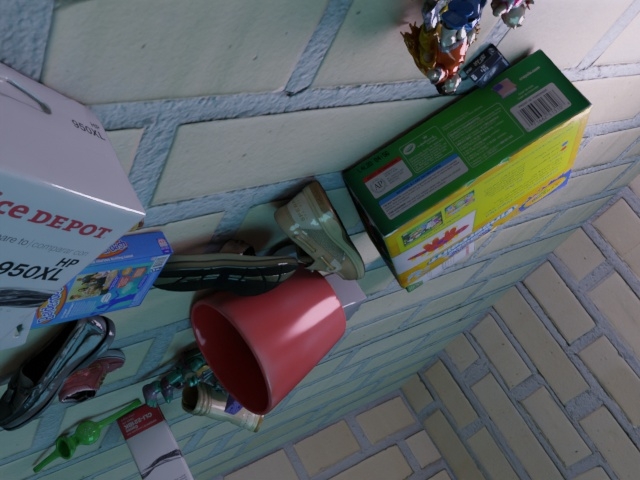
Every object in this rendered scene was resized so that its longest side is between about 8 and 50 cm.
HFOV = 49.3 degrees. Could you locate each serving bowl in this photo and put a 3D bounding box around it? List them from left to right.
[{"bbox_3d":[-0.070,0.029,1.430,0.083,0.027,0.083,-24,167,-6],"label":"serving bowl"}]

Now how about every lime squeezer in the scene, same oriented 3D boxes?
[{"bbox_3d":[-0.582,0.473,1.674,0.310,0.059,0.110,-34,-171,-1],"label":"lime squeezer"}]

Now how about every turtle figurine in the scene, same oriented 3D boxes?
[{"bbox_3d":[-0.290,0.311,1.621,0.234,0.118,0.175,-28,151,16],"label":"turtle figurine"}]

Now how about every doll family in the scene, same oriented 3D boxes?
[{"bbox_3d":[0.200,-0.320,0.986,0.263,0.118,0.163,-45,157,-21],"label":"doll family"}]

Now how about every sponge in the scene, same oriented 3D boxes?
[{"bbox_3d":[-0.177,0.304,1.684,0.031,0.210,0.117,24,134,-16],"label":"sponge"}]

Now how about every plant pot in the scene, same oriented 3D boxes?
[{"bbox_3d":[-0.098,0.184,1.457,0.243,0.275,0.275,-32,161,-31],"label":"plant pot"}]

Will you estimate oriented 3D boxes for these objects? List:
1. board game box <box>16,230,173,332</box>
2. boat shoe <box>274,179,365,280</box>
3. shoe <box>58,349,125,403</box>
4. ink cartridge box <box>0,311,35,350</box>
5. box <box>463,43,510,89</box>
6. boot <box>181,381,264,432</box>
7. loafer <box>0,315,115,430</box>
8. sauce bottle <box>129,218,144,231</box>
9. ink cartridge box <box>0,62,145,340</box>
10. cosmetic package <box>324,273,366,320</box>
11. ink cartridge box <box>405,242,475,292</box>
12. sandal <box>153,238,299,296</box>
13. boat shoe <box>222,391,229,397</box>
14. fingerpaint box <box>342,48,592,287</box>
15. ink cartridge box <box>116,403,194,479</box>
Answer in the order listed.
[{"bbox_3d":[-0.355,0.062,1.085,0.210,0.047,0.160,-11,150,-45],"label":"board game box"},{"bbox_3d":[0.000,0.000,1.368,0.110,0.122,0.341,-29,149,3],"label":"boat shoe"},{"bbox_3d":[-0.444,0.267,1.356,0.063,0.081,0.178,-43,157,25],"label":"shoe"},{"bbox_3d":[-0.509,0.121,0.981,0.180,0.060,0.104,-12,150,-42],"label":"ink cartridge box"},{"bbox_3d":[0.294,-0.306,1.232,0.067,0.018,0.083,-41,157,19],"label":"box"},{"bbox_3d":[-0.277,0.423,1.885,0.203,0.262,0.095,20,95,-22],"label":"boot"},{"bbox_3d":[-0.481,0.217,1.210,0.267,0.096,0.084,-43,140,0],"label":"loafer"},{"bbox_3d":[-0.310,-0.025,0.968,0.128,0.042,0.042,-13,151,-42],"label":"sauce bottle"},{"bbox_3d":[-0.424,0.004,0.701,0.395,0.166,0.285,-38,158,13],"label":"ink cartridge box"},{"bbox_3d":[-0.019,0.167,1.709,0.237,0.107,0.127,-20,156,-36],"label":"cosmetic package"},{"bbox_3d":[0.297,0.030,1.860,0.219,0.093,0.160,-33,159,-1],"label":"ink cartridge box"},{"bbox_3d":[-0.167,0.037,1.260,0.302,0.086,0.120,6,144,-37],"label":"sandal"},{"bbox_3d":[-0.174,0.345,1.901,0.320,0.103,0.118,-9,126,-56],"label":"boat shoe"},{"bbox_3d":[0.294,-0.125,1.425,0.444,0.163,0.371,-33,158,1],"label":"fingerpaint box"},{"bbox_3d":[-0.413,0.581,1.814,0.114,0.273,0.197,-26,157,-18],"label":"ink cartridge box"}]
